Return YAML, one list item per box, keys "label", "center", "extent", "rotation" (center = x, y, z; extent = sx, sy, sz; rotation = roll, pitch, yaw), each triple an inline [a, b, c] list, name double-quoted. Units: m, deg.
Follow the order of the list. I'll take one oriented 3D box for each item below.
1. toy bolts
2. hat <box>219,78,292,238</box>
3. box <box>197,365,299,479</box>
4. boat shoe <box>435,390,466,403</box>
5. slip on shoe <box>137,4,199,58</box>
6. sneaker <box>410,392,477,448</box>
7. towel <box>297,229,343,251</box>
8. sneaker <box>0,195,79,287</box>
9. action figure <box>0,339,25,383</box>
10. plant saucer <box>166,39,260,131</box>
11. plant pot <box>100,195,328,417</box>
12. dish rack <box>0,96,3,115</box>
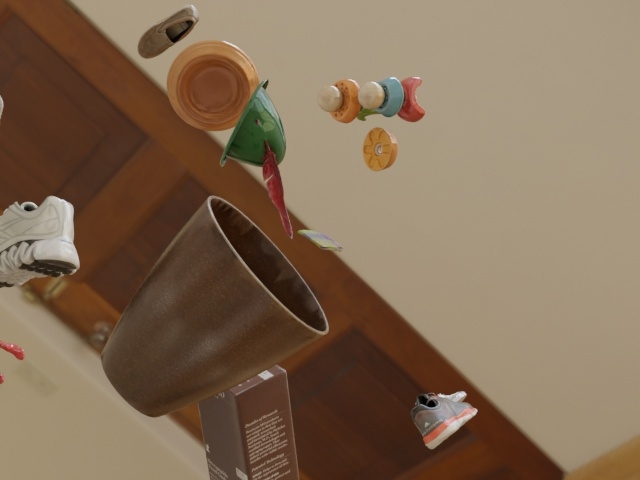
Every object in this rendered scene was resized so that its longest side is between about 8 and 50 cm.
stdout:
- label: "toy bolts"
  center: [0.108, -0.276, 2.187]
  extent: [0.158, 0.218, 0.228]
  rotation: [-1, -12, -38]
- label: "hat"
  center: [-0.069, -0.163, 1.794]
  extent: [0.208, 0.183, 0.173]
  rotation: [-60, 2, 31]
- label: "box"
  center: [-0.158, 0.436, 2.152]
  extent: [0.143, 0.382, 0.191]
  rotation: [-20, 27, -32]
- label: "boat shoe"
  center: [0.196, 0.263, 1.582]
  extent: [0.100, 0.035, 0.035]
  rotation: [-25, -31, -39]
- label: "slip on shoe"
  center: [-0.268, -0.360, 1.717]
  extent: [0.135, 0.051, 0.041]
  rotation: [-29, 41, 18]
- label: "sneaker"
  center: [0.157, 0.220, 1.271]
  extent: [0.061, 0.065, 0.158]
  rotation: [-42, -13, 12]
- label: "towel"
  center: [0.000, 0.000, 1.876]
  extent: [0.083, 0.060, 0.009]
  rotation: [34, 112, 44]
- label: "sneaker"
  center: [-0.486, 0.006, 1.533]
  extent: [0.292, 0.110, 0.118]
  rotation: [-10, 72, 31]
- label: "action figure"
  center: [-0.605, 0.188, 1.676]
  extent: [0.139, 0.280, 0.091]
  rotation: [35, 83, 35]
- label: "plant saucer"
  center: [-0.228, -0.325, 2.088]
  extent: [0.200, 0.200, 0.037]
  rotation: [-44, 21, 14]
- label: "plant pot"
  center: [-0.145, 0.102, 1.186]
  extent: [0.230, 0.215, 0.215]
  rotation: [-41, 11, 9]
- label: "dish rack"
  center: [-0.664, -0.117, 1.505]
  extent: [0.332, 0.072, 0.286]
  rotation: [-5, -38, -37]
